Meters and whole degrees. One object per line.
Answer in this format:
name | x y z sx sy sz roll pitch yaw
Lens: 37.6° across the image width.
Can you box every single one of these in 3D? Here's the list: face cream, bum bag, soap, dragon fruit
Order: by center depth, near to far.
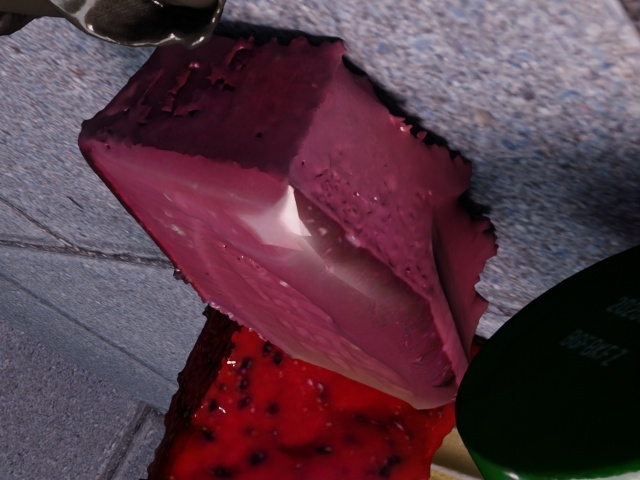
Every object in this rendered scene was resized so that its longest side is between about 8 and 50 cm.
face cream | 0.245 0.192 0.521 0.219 0.312 0.357 -25 106 24
bum bag | -0.169 -0.158 0.523 0.326 0.079 0.142 8 151 43
soap | 0.000 0.000 0.654 0.220 0.127 0.325 19 161 25
dragon fruit | -0.056 0.128 0.862 0.302 0.330 0.240 10 134 44
soap | 0.183 0.303 1.268 0.274 0.089 0.173 8 155 43
